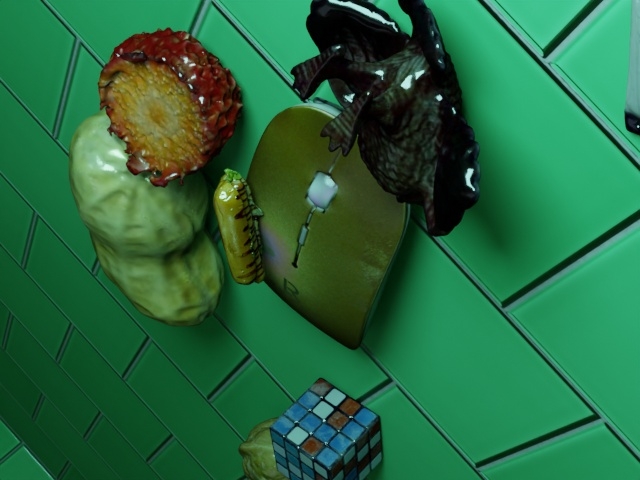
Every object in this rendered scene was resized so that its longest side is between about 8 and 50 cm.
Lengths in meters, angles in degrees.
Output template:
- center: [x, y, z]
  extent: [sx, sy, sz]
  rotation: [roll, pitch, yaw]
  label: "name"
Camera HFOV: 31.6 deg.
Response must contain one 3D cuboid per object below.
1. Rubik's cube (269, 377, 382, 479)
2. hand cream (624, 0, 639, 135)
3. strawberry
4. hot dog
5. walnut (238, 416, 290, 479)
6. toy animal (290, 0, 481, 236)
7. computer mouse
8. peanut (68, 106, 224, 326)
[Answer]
- center: [0.008, 0.233, 1.299]
  extent: [0.092, 0.092, 0.092]
  rotation: [31, 147, 29]
  label: "Rubik's cube"
- center: [0.207, -0.154, 0.581]
  extent: [0.121, 0.076, 0.336]
  rotation: [34, 155, 36]
  label: "hand cream"
- center: [-0.137, -0.128, 1.048]
  extent: [0.145, 0.086, 0.145]
  rotation: [13, 129, 17]
  label: "strawberry"
- center: [-0.070, -0.009, 1.020]
  extent: [0.037, 0.049, 0.122]
  rotation: [0, 129, 16]
  label: "hot dog"
- center: [-0.051, 0.272, 1.421]
  extent: [0.124, 0.105, 0.105]
  rotation: [-6, 121, 47]
  label: "walnut"
- center: [0.073, -0.089, 0.828]
  extent: [0.218, 0.116, 0.179]
  rotation: [54, -168, 33]
  label: "toy animal"
- center: [0.000, 0.000, 1.048]
  extent: [0.158, 0.072, 0.310]
  rotation: [39, 150, 14]
  label: "computer mouse"
- center: [-0.184, -0.018, 1.218]
  extent: [0.147, 0.147, 0.305]
  rotation: [33, 150, 27]
  label: "peanut"
